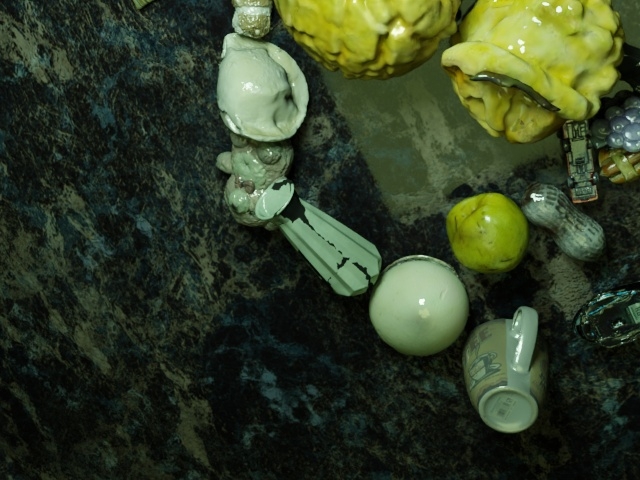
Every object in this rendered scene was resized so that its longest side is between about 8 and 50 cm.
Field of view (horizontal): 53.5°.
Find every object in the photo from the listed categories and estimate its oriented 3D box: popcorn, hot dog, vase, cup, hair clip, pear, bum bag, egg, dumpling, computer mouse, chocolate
[{"bbox_3d":[0.080,-0.495,1.288,0.354,0.390,0.344,-8,132,-17],"label":"popcorn"},{"bbox_3d":[0.739,-0.219,1.397,0.269,0.072,0.109,-33,104,25],"label":"hot dog"},{"bbox_3d":[0.000,0.000,1.558,0.165,0.165,0.360,-31,130,23],"label":"vase"},{"bbox_3d":[0.484,0.320,1.590,0.227,0.257,0.301,15,114,4],"label":"cup"},{"bbox_3d":[0.680,-0.248,1.362,0.195,0.052,0.124,-29,73,10],"label":"hair clip"},{"bbox_3d":[0.399,-0.013,1.506,0.200,0.200,0.200,5,114,12],"label":"pear"},{"bbox_3d":[0.646,-0.388,1.362,0.198,0.049,0.087,27,140,1],"label":"bum bag"},{"bbox_3d":[0.242,0.198,1.641,0.264,0.174,0.286,37,119,0],"label":"egg"},{"bbox_3d":[-0.129,-0.359,1.483,0.227,0.175,0.243,-3,105,-24],"label":"dumpling"},{"bbox_3d":[0.735,0.172,1.561,0.242,0.077,0.146,-24,105,18],"label":"computer mouse"},{"bbox_3d":[0.573,-0.040,1.495,0.248,0.110,0.110,39,116,1],"label":"chocolate"},{"bbox_3d":[0.412,-0.353,1.266,0.349,0.382,0.349,19,125,29],"label":"popcorn"}]

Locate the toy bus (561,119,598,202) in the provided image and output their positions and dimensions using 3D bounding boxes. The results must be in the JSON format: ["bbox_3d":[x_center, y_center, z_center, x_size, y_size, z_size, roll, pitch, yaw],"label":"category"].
[{"bbox_3d":[0.588,-0.187,1.444,0.065,0.077,0.192,-9,108,19],"label":"toy bus"}]

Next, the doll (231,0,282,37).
[{"bbox_3d":[-0.167,-0.574,1.446,0.115,0.105,0.221,-15,111,2],"label":"doll"}]

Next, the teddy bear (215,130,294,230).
[{"bbox_3d":[-0.164,-0.160,1.601,0.236,0.151,0.267,32,116,22],"label":"teddy bear"}]

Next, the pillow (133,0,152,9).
[{"bbox_3d":[-0.383,-0.645,1.507,0.203,0.038,0.113,-22,106,20],"label":"pillow"}]
